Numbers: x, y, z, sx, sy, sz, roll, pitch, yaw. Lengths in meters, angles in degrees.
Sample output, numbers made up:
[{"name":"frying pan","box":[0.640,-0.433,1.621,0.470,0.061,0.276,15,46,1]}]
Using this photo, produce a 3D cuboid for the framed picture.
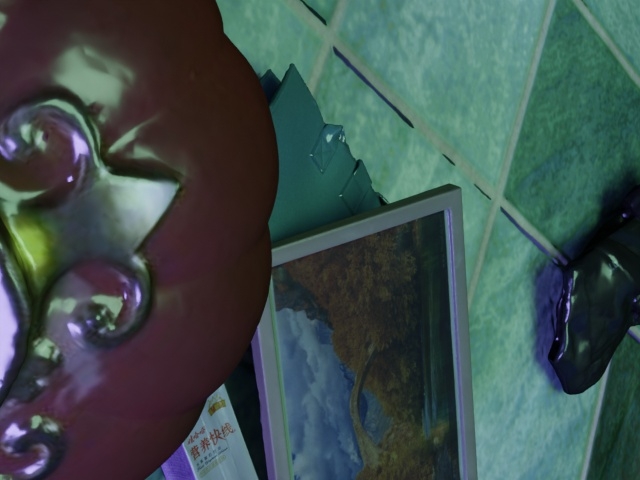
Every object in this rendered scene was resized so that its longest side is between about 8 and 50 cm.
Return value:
[{"name":"framed picture","box":[0.035,0.100,0.766,0.184,0.016,0.250,-17,111,-33]}]

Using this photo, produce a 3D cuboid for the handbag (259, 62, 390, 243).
[{"name":"handbag","box":[0.000,0.000,0.787,0.221,0.057,0.144,54,48,-31]}]

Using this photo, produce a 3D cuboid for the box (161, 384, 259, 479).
[{"name":"box","box":[-0.071,0.150,0.716,0.050,0.036,0.117,-31,110,-43]}]

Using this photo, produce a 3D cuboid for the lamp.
[{"name":"lamp","box":[-0.167,-0.015,0.445,0.303,0.257,0.303,-3,109,-8]}]

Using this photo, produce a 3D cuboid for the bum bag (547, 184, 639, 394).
[{"name":"bum bag","box":[0.309,0.028,1.106,0.310,0.074,0.137,-40,127,-40]}]
